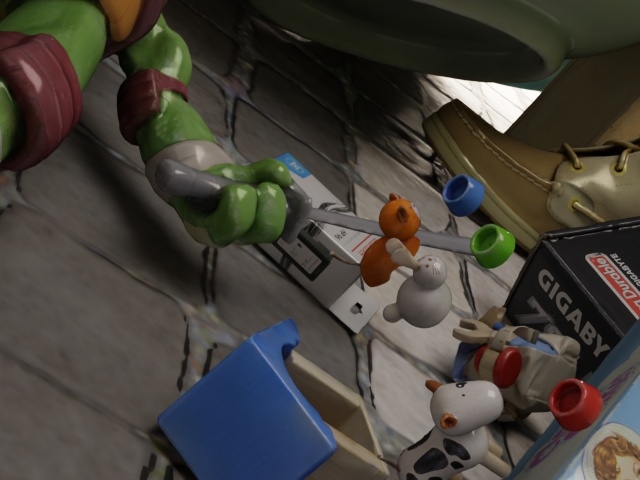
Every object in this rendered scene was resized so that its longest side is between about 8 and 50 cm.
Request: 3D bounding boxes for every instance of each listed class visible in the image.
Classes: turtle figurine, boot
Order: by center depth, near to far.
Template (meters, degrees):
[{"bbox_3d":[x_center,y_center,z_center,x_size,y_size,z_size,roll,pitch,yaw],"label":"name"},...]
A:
[{"bbox_3d":[-0.043,-0.098,0.413,0.275,0.197,0.266,31,27,8],"label":"turtle figurine"},{"bbox_3d":[0.222,-0.064,0.813,0.262,0.203,0.095,36,22,-13],"label":"boot"}]

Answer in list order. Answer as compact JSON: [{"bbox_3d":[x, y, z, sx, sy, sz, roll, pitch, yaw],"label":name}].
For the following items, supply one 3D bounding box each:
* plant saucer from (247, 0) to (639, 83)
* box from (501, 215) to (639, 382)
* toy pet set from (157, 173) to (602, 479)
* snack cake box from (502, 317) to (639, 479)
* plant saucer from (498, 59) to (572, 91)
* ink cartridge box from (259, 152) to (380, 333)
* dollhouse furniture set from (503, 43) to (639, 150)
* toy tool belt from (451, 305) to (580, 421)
[{"bbox_3d":[0.062,-0.180,0.774,0.401,0.100,0.400,15,-3,1],"label":"plant saucer"},{"bbox_3d":[0.299,0.096,0.662,0.293,0.073,0.295,-7,46,-31],"label":"box"},{"bbox_3d":[0.009,0.031,0.381,0.065,0.114,0.122,39,18,-34],"label":"toy pet set"},{"bbox_3d":[0.167,0.098,0.449,0.152,0.089,0.264,46,41,8],"label":"snack cake box"},{"bbox_3d":[0.174,-0.220,0.954,0.318,0.318,0.043,28,65,-31],"label":"plant saucer"},{"bbox_3d":[0.000,0.000,0.546,0.083,0.028,0.048,43,21,3],"label":"ink cartridge box"},{"bbox_3d":[0.289,-0.053,0.971,0.242,0.161,0.212,29,24,-30],"label":"dollhouse furniture set"},{"bbox_3d":[0.084,0.058,0.566,0.051,0.052,0.083,17,0,37],"label":"toy tool belt"}]
